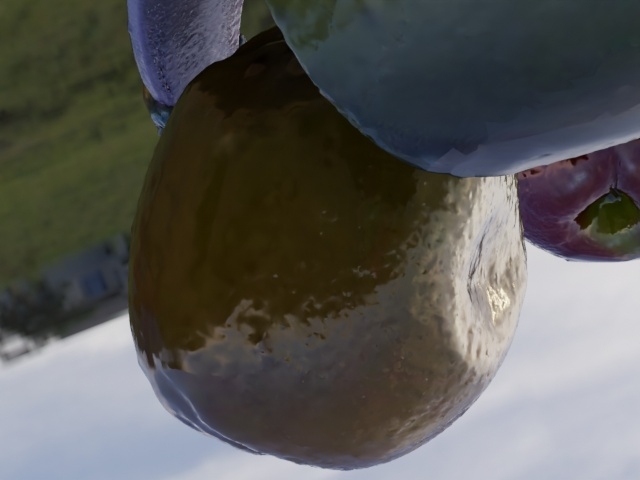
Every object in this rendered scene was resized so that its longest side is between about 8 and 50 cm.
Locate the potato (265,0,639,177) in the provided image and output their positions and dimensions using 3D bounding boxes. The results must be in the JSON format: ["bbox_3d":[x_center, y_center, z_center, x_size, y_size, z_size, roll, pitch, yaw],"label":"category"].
[{"bbox_3d":[0.158,-0.152,0.754,0.330,0.212,0.280,20,157,-32],"label":"potato"}]

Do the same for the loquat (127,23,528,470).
[{"bbox_3d":[0.000,0.000,1.121,0.276,0.283,0.276,-3,-156,1],"label":"loquat"}]

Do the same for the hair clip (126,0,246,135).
[{"bbox_3d":[-0.077,-0.189,1.153,0.110,0.095,0.358,7,151,-12],"label":"hair clip"}]

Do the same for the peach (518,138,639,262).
[{"bbox_3d":[0.257,-0.148,1.565,0.281,0.281,0.338,-13,-127,24],"label":"peach"}]
